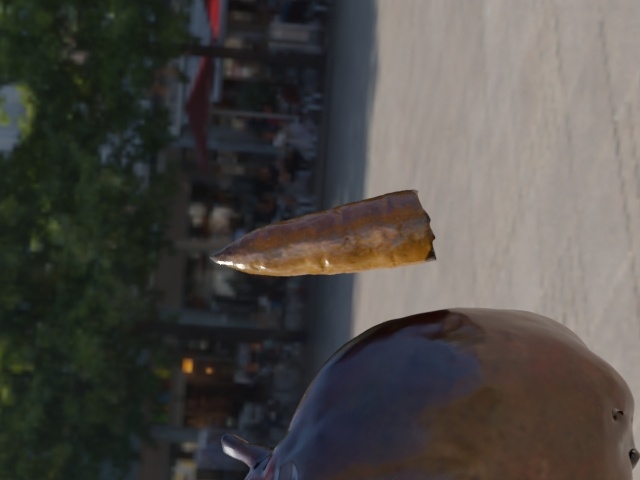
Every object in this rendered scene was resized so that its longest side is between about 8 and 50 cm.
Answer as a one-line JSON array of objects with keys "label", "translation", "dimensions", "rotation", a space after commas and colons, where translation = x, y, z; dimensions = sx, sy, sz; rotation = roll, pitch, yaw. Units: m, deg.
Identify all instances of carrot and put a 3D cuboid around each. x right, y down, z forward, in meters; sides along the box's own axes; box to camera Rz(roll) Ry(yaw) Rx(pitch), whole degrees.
[{"label": "carrot", "translation": [0.000, 0.000, 1.138], "dimensions": [0.072, 0.205, 0.072], "rotation": [-8, -90, -84]}]

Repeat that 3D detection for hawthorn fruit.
[{"label": "hawthorn fruit", "translation": [0.119, 0.196, 1.087], "dimensions": [0.308, 0.325, 0.308], "rotation": [-19, 68, 58]}]
